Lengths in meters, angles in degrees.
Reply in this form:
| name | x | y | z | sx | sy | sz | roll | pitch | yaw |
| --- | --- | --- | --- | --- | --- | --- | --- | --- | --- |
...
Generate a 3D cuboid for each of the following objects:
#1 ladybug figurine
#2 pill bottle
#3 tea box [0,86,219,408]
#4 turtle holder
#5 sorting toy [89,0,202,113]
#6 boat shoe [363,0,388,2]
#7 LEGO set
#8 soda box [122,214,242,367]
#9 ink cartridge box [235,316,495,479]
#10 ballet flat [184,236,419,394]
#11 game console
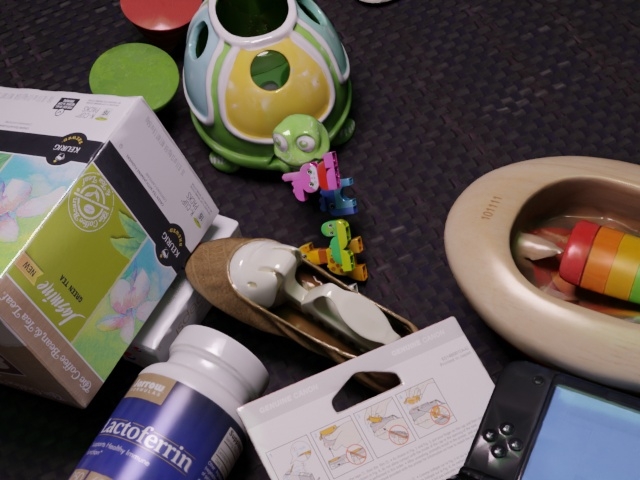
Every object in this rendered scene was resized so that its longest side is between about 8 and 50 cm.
| name | x | y | z | sx | sy | sz | roll | pitch | yaw |
| --- | --- | --- | --- | --- | --- | --- | --- | --- | --- |
| ladybug figurine | 0.365 | 0.058 | 1.382 | 0.449 | 0.162 | 0.305 | 22 | 59 | 22 |
| pill bottle | -0.175 | 0.237 | 1.329 | 0.153 | 0.153 | 0.264 | 20 | 59 | 20 |
| tea box | -0.370 | -0.005 | 1.434 | 0.329 | 0.220 | 0.323 | 8 | 55 | 35 |
| turtle holder | -0.083 | -0.217 | 1.597 | 0.244 | 0.227 | 0.320 | 5 | 55 | 10 |
| sorting toy | -0.263 | -0.224 | 1.699 | 0.127 | 0.126 | 0.365 | 11 | 61 | 2 |
| boat shoe | 0.161 | -0.518 | 1.852 | 0.127 | 0.113 | 0.340 | 36 | 66 | 27 |
| LEGO set | 0.000 | 0.000 | 1.500 | 0.093 | 0.087 | 0.227 | -7 | 97 | 18 |
| soda box | -0.180 | 0.064 | 1.501 | 0.069 | 0.074 | 0.216 | 19 | 59 | 20 |
| ink cartridge box | 0.088 | 0.253 | 1.276 | 0.296 | 0.066 | 0.261 | -20 | 65 | -22 |
| ballet flat | -0.011 | 0.075 | 1.397 | 0.342 | 0.124 | 0.116 | 32 | 65 | 10 |
| game console | 0.289 | 0.229 | 1.154 | 0.293 | 0.173 | 0.250 | 18 | 58 | 17 |
